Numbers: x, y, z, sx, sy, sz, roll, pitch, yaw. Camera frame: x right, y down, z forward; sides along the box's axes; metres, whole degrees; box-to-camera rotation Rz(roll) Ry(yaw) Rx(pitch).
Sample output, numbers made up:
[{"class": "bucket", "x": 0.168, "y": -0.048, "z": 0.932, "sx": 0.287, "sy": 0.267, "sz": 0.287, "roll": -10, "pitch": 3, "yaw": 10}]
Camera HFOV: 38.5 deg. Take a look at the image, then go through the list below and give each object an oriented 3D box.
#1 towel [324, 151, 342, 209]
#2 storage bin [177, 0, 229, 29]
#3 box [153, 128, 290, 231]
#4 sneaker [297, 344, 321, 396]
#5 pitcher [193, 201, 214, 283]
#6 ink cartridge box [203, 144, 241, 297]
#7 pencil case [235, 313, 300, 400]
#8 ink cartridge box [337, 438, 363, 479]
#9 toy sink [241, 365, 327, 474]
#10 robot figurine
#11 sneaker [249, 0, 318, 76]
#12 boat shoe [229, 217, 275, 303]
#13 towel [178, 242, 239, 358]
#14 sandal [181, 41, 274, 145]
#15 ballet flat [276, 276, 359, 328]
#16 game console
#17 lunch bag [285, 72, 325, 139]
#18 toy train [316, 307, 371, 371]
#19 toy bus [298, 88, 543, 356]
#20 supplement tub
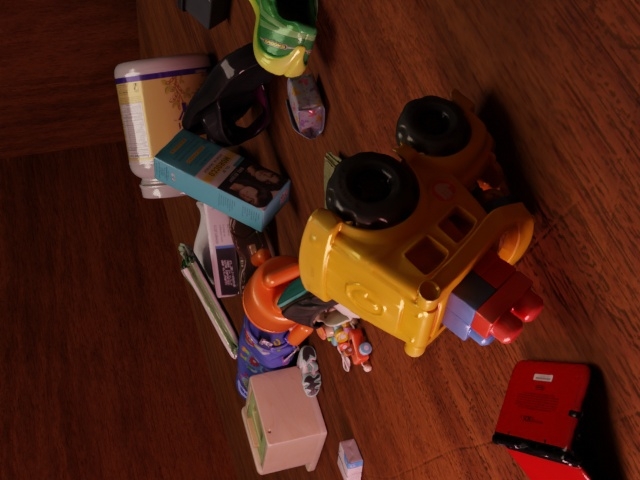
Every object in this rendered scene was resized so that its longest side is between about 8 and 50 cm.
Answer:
[{"class": "towel", "x": 0.034, "y": -0.051, "z": 1.363, "sx": 0.110, "sy": 0.027, "sz": 0.148, "roll": -129, "pitch": 32, "yaw": -59}, {"class": "storage bin", "x": -0.238, "y": -0.521, "z": 1.949, "sx": 0.091, "sy": 0.098, "sz": 0.135, "roll": 47, "pitch": 157, "yaw": 9}, {"class": "box", "x": -0.186, "y": -0.115, "z": 1.723, "sx": 0.244, "sy": 0.100, "sz": 0.060, "roll": 26, "pitch": 142, "yaw": 14}, {"class": "sneaker", "x": -0.024, "y": 0.253, "z": 1.775, "sx": 0.069, "sy": 0.038, "sz": 0.098, "roll": 143, "pitch": 125, "yaw": -75}, {"class": "pitcher", "x": -0.252, "y": -0.002, "z": 2.315, "sx": 0.178, "sy": 0.125, "sz": 0.207, "roll": -32, "pitch": -61, "yaw": -78}, {"class": "ink cartridge box", "x": -0.198, "y": -0.057, "z": 2.077, "sx": 0.307, "sy": 0.072, "sz": 0.304, "roll": -61, "pitch": -36, "yaw": -75}, {"class": "pencil case", "x": -0.105, "y": 0.237, "z": 1.904, "sx": 0.133, "sy": 0.119, "sz": 0.306, "roll": 40, "pitch": 149, "yaw": 18}, {"class": "ink cartridge box", "x": 0.051, "y": 0.391, "z": 1.599, "sx": 0.048, "sy": 0.028, "sz": 0.083, "roll": -115, "pitch": 20, "yaw": -43}, {"class": "toy sink", "x": -0.082, "y": 0.382, "z": 1.886, "sx": 0.234, "sy": 0.131, "sz": 0.153, "roll": 103, "pitch": 153, "yaw": -57}, {"class": "robot figurine", "x": -0.074, "y": 0.103, "z": 1.674, "sx": 0.128, "sy": 0.158, "sz": 0.219, "roll": -63, "pitch": 5, "yaw": -18}, {"class": "sneaker", "x": -0.055, "y": -0.381, "z": 1.369, "sx": 0.123, "sy": 0.109, "sz": 0.296, "roll": -47, "pitch": 50, "yaw": 43}, {"class": "boat shoe", "x": -0.127, "y": 0.049, "z": 1.949, "sx": 0.095, "sy": 0.095, "sz": 0.258, "roll": -70, "pitch": -26, "yaw": -71}, {"class": "towel", "x": -0.254, "y": 0.131, "z": 2.095, "sx": 0.248, "sy": 0.038, "sz": 0.325, "roll": 62, "pitch": 174, "yaw": -12}, {"class": "sandal", "x": -0.158, "y": -0.245, "z": 1.704, "sx": 0.107, "sy": 0.167, "sz": 0.446, "roll": 61, "pitch": 165, "yaw": 0}, {"class": "ballet flat", "x": 0.025, "y": 0.071, "z": 1.341, "sx": 0.096, "sy": 0.095, "sz": 0.280, "roll": 37, "pitch": 156, "yaw": -6}, {"class": "game console", "x": 0.227, "y": 0.181, "z": 0.835, "sx": 0.144, "sy": 0.085, "sz": 0.124, "roll": 159, "pitch": 131, "yaw": -74}, {"class": "lunch bag", "x": -0.024, "y": -0.205, "z": 1.424, "sx": 0.083, "sy": 0.053, "sz": 0.071, "roll": 89, "pitch": 166, "yaw": -63}, {"class": "toy train", "x": 0.033, "y": 0.160, "z": 1.473, "sx": 0.166, "sy": 0.046, "sz": 0.125, "roll": 128, "pitch": 130, "yaw": -70}, {"class": "toy bus", "x": 0.120, "y": -0.003, "z": 0.840, "sx": 0.211, "sy": 0.220, "sz": 0.149, "roll": 35, "pitch": 152, "yaw": 21}, {"class": "supplement tub", "x": -0.367, "y": -0.285, "z": 2.269, "sx": 0.241, "sy": 0.240, "sz": 0.332, "roll": -153, "pitch": 54, "yaw": -72}]
